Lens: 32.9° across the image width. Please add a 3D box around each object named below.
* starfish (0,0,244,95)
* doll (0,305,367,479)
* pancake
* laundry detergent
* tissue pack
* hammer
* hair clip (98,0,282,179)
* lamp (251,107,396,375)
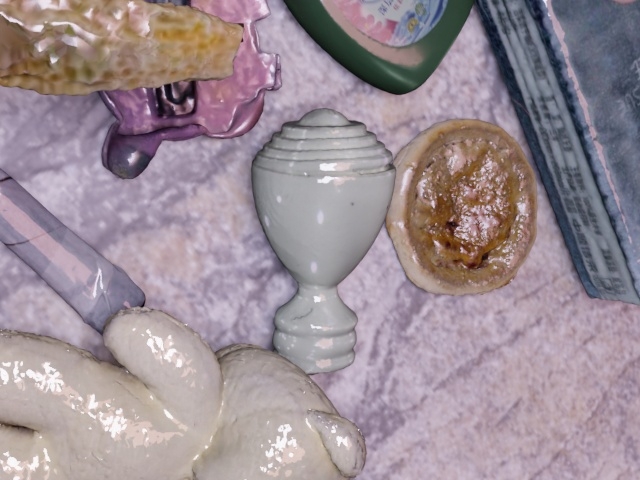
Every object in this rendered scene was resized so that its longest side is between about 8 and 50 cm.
[{"bbox_3d":[-0.221,-0.137,0.571,0.432,0.082,0.324,-40,115,7],"label":"starfish"},{"bbox_3d":[-0.119,0.127,0.735,0.278,0.175,0.149,14,45,-18],"label":"doll"},{"bbox_3d":[0.120,-0.026,0.888,0.151,0.025,0.152,-1,93,-28],"label":"pancake"},{"bbox_3d":[0.018,-0.216,0.802,0.211,0.063,0.137,40,74,-22],"label":"laundry detergent"},{"bbox_3d":[0.276,-0.131,0.919,0.228,0.103,0.316,-30,106,-22],"label":"tissue pack"},{"bbox_3d":[-0.261,-0.090,0.674,0.427,0.044,0.152,44,75,-24],"label":"hammer"},{"bbox_3d":[-0.099,-0.149,0.756,0.146,0.056,0.187,-15,109,-27],"label":"hair clip"},{"bbox_3d":[0.000,0.000,0.791,0.106,0.106,0.193,-5,107,-27],"label":"lamp"}]
